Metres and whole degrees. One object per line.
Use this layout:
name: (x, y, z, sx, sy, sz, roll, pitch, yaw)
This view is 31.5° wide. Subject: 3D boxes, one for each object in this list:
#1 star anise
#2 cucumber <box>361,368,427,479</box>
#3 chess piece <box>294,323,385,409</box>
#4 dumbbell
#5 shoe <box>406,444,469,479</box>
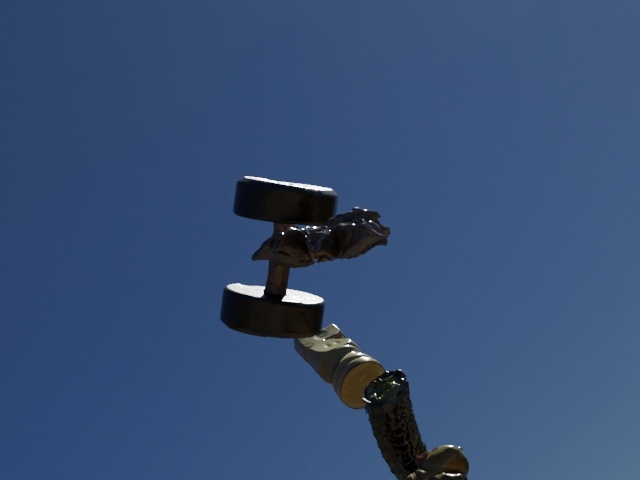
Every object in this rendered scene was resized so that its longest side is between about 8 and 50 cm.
star anise: (0.000, 0.000, 1.490, 0.182, 0.065, 0.195, -12, 4, 5)
cucumber: (0.099, 0.250, 1.437, 0.067, 0.067, 0.245, -25, -42, -8)
chess piece: (0.028, 0.205, 1.959, 0.090, 0.200, 0.090, -11, -65, -24)
dumbbell: (-0.060, 0.023, 1.650, 0.152, 0.152, 0.218, 2, -82, -47)
shoe: (0.141, 0.266, 1.190, 0.069, 0.109, 0.072, -34, -69, 0)
